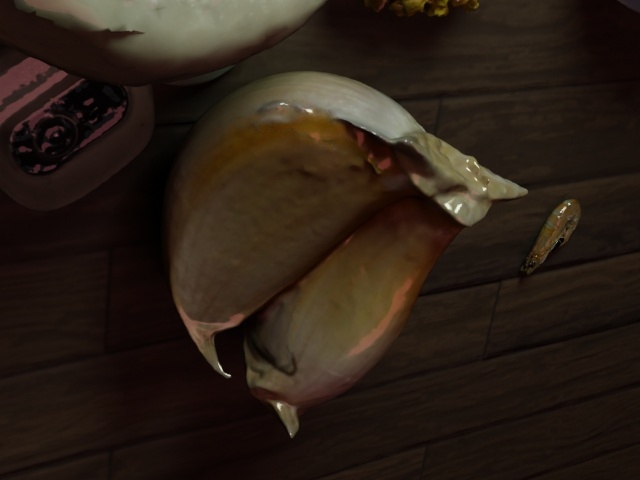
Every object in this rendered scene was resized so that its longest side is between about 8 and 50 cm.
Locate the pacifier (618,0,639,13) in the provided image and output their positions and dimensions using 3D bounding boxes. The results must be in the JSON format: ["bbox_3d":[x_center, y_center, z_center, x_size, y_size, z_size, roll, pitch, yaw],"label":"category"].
[{"bbox_3d":[0.395,-0.368,1.005,0.244,0.299,0.233,53,38,-7],"label":"pacifier"}]

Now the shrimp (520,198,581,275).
[{"bbox_3d":[0.286,-0.002,1.249,0.059,0.023,0.108,17,108,-48],"label":"shrimp"}]

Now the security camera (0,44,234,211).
[{"bbox_3d":[-0.153,-0.152,0.828,0.301,0.080,0.157,-39,131,-11],"label":"security camera"}]

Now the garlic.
[{"bbox_3d":[0.000,0.000,0.935,0.313,0.249,0.286,-46,152,25],"label":"garlic"}]

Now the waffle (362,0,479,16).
[{"bbox_3d":[0.100,-0.292,0.913,0.197,0.070,0.193,-19,127,-24],"label":"waffle"}]

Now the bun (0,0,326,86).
[{"bbox_3d":[-0.137,-0.274,0.666,0.360,0.211,0.359,-12,113,-31],"label":"bun"}]
